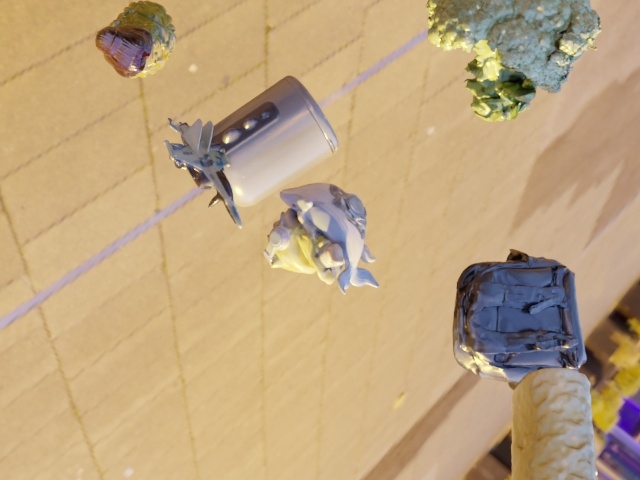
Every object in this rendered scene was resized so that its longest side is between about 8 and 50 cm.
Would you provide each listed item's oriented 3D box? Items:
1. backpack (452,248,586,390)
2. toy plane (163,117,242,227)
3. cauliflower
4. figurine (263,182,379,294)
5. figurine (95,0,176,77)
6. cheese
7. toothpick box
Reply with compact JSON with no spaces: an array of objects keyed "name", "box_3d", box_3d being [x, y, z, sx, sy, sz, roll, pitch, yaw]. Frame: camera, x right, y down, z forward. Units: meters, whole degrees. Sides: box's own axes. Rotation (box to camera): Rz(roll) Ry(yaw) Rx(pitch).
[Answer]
[{"name":"backpack","box_3d":[0.279,0.113,1.317,0.258,0.206,0.133,4,170,-37]},{"name":"toy plane","box_3d":[-0.226,-0.130,1.843,0.088,0.262,0.192,-28,164,28]},{"name":"cauliflower","box_3d":[0.293,-0.305,1.441,0.275,0.272,0.250,-68,160,-54]},{"name":"figurine","box_3d":[0.000,0.000,1.412,0.128,0.208,0.184,-6,147,-52]},{"name":"figurine","box_3d":[-0.421,-0.443,2.121,0.187,0.168,0.315,-36,-161,6]},{"name":"cheese","box_3d":[0.271,0.244,1.077,0.123,0.094,0.167,85,8,-61]},{"name":"toothpick box","box_3d":[-0.140,-0.213,2.085,0.316,0.229,0.229,-33,157,-3]}]
